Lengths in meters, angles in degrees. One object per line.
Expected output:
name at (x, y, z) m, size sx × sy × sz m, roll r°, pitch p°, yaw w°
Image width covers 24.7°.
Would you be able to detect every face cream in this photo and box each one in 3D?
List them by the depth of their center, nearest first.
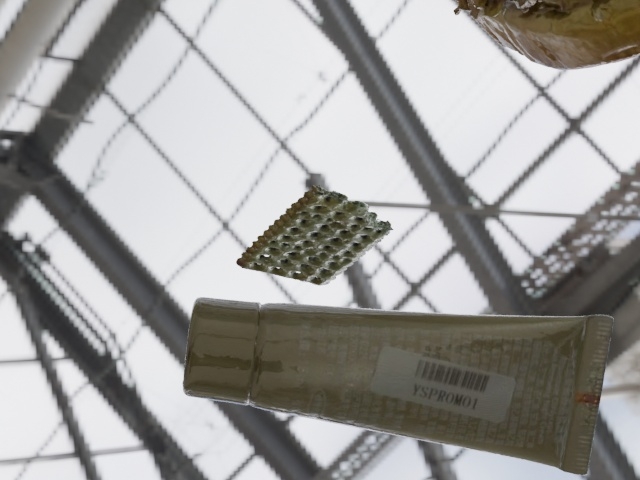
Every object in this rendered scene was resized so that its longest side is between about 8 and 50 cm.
face cream at (0.061, 0.107, 1.193) m, size 0.084 × 0.341 × 0.137 m, roll -95°, pitch -167°, yaw -80°

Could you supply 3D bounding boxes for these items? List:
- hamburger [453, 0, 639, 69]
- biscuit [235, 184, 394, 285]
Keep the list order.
hamburger at (0.241, -0.300, 1.222) m, size 0.445 × 0.287 × 0.268 m, roll -17°, pitch -61°, yaw 40°
biscuit at (0.000, -0.001, 1.761) m, size 0.203 × 0.144 × 0.016 m, roll -41°, pitch -137°, yaw 47°
